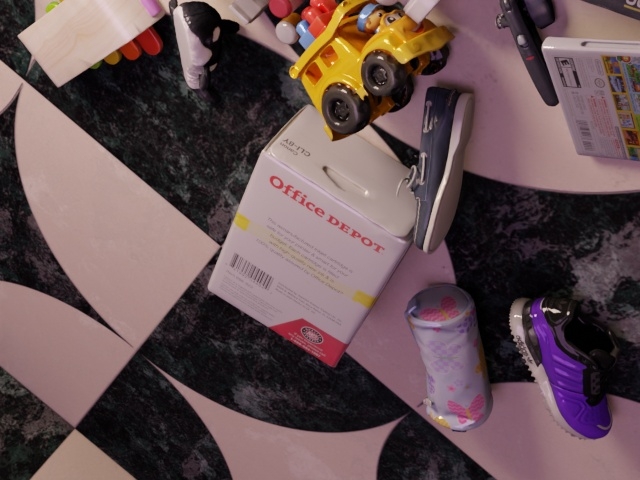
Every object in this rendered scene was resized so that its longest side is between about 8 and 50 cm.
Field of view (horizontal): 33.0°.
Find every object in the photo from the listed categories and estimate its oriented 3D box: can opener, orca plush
[{"bbox_3d":[0.295,-0.266,1.494,0.073,0.059,0.186,-3,124,36],"label":"can opener"},{"bbox_3d":[-0.171,-0.310,1.751,0.287,0.102,0.151,89,158,-64],"label":"orca plush"}]

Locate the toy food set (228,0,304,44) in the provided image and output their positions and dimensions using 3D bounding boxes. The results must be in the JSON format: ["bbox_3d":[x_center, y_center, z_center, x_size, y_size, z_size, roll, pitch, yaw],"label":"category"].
[{"bbox_3d":[-0.122,-0.385,1.645,0.232,0.104,0.111,43,138,-6],"label":"toy food set"}]

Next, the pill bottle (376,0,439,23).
[{"bbox_3d":[0.087,-0.398,1.479,0.208,0.117,0.117,42,138,-3],"label":"pill bottle"}]

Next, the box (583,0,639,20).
[{"bbox_3d":[0.339,-0.443,1.282,0.395,0.097,0.318,23,134,16],"label":"box"}]

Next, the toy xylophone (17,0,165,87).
[{"bbox_3d":[-0.424,-0.391,1.867,0.323,0.081,0.236,-10,120,40],"label":"toy xylophone"}]

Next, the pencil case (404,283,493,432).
[{"bbox_3d":[0.230,0.209,1.916,0.124,0.113,0.273,2,127,23],"label":"pencil case"}]

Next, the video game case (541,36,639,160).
[{"bbox_3d":[0.420,-0.183,1.446,0.206,0.026,0.227,10,150,34],"label":"video game case"}]

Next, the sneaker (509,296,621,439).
[{"bbox_3d":[0.436,0.213,1.785,0.146,0.102,0.293,-15,116,41],"label":"sneaker"}]

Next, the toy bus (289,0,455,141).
[{"bbox_3d":[0.057,-0.288,1.597,0.211,0.149,0.220,55,136,6],"label":"toy bus"}]

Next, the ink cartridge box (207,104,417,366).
[{"bbox_3d":[0.000,0.000,1.856,0.279,0.160,0.384,33,138,4],"label":"ink cartridge box"}]

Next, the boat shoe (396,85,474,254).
[{"bbox_3d":[0.171,-0.107,1.644,0.079,0.095,0.254,16,110,20],"label":"boat shoe"}]
